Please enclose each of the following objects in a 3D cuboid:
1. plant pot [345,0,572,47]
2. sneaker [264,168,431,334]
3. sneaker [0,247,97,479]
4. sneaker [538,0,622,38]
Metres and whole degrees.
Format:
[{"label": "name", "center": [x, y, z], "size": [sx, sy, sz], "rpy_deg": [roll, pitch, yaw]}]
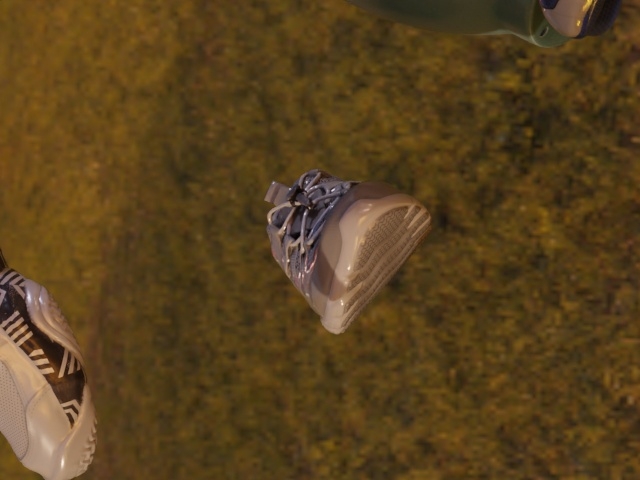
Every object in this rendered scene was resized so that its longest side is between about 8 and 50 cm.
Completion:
[{"label": "plant pot", "center": [0.120, -0.246, 0.923], "size": [0.196, 0.293, 0.293], "rpy_deg": [42, 134, 20]}, {"label": "sneaker", "center": [0.000, 0.000, 1.069], "size": [0.105, 0.115, 0.281], "rpy_deg": [-49, -2, -11]}, {"label": "sneaker", "center": [-0.334, 0.057, 1.131], "size": [0.365, 0.210, 0.137], "rpy_deg": [63, 153, -4]}, {"label": "sneaker", "center": [0.235, -0.185, 0.714], "size": [0.296, 0.112, 0.131], "rpy_deg": [-12, 97, 32]}]
